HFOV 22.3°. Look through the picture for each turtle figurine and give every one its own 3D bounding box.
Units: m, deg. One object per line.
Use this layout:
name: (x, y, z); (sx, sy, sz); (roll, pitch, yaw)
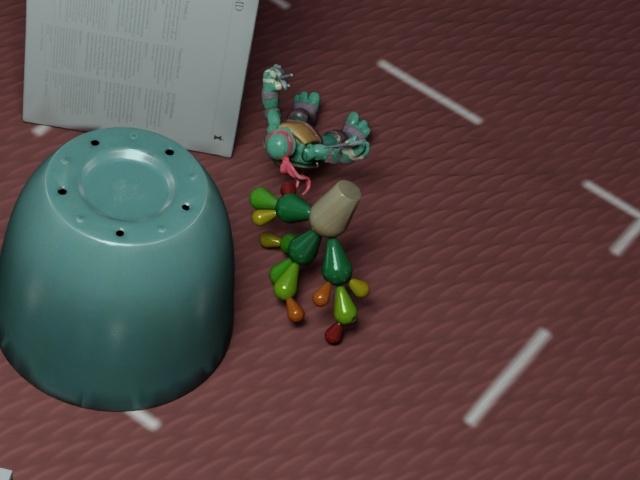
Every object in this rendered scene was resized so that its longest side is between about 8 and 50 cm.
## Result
turtle figurine: (-0.021, -0.144, 2.105); (0.175, 0.118, 0.234); (45, 17, 6)

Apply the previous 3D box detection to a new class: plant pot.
plant pot: (-0.231, 0.012, 1.884); (0.293, 0.235, 0.293); (6, 48, -7)

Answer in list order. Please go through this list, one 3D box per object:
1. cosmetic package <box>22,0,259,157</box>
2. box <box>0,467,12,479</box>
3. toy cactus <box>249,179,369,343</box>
cosmetic package: (-0.223, -0.284, 2.049); (0.284, 0.377, 0.097); (12, 49, -3)
box: (-0.439, 0.291, 1.727); (0.186, 0.038, 0.145); (14, 48, -1)
toy cactus: (0.000, 0.000, 1.992); (0.112, 0.180, 0.219); (-1, 51, -40)
